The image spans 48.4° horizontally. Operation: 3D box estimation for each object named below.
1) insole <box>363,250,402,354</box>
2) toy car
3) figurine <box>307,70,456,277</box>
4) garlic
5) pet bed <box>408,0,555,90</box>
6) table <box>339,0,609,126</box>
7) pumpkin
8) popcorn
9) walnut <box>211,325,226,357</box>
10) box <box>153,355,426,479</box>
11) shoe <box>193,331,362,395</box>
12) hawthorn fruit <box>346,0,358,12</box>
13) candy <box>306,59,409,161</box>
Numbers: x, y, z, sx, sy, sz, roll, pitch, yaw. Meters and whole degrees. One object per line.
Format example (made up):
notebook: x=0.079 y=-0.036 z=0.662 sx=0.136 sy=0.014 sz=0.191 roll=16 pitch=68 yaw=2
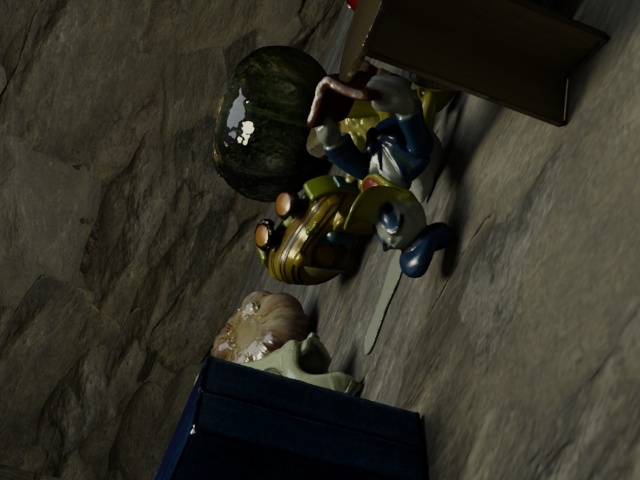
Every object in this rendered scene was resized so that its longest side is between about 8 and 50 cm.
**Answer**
insole: x=0.102 y=0.084 z=1.097 sx=0.065 sy=0.004 sz=0.197 roll=-144 pitch=72 yaw=-79
toy car: x=0.000 y=0.000 z=1.327 sx=0.248 sy=0.200 sz=0.142 roll=-54 pitch=48 yaw=35
figurine: x=0.106 y=-0.115 z=0.938 sx=0.205 sy=0.283 sz=0.338 roll=-20 pitch=60 yaw=22
garlic: x=-0.115 y=0.228 z=1.553 sx=0.245 sy=0.160 sz=0.244 roll=-22 pitch=50 yaw=29
pet bed: x=0.199 y=-0.290 z=0.875 sx=0.211 sy=0.159 sz=0.183 roll=-82 pitch=-1 yaw=-57
table: x=0.153 y=-0.206 z=0.723 sx=0.167 sy=0.227 sz=0.167 roll=-163 pitch=90 yaw=-80
pumpkin: x=-0.125 y=-0.327 z=2.021 sx=0.454 sy=0.344 sz=0.454 roll=-164 pitch=90 yaw=-85
popcorn: x=0.085 y=-0.190 z=1.214 sx=0.187 sy=0.167 sz=0.185 roll=-87 pitch=17 yaw=-45
walnut: x=-0.191 y=0.287 z=1.828 sx=0.230 sy=0.178 sz=0.178 roll=143 pitch=145 yaw=-64
box: x=-0.054 y=0.291 z=0.840 sx=0.116 sy=0.262 sz=0.279 roll=-90 pitch=21 yaw=-52
shoe: x=-0.066 y=0.243 z=1.177 sx=0.342 sy=0.132 sz=0.210 roll=24 pitch=78 yaw=52
hawthorn fruit: x=0.124 y=-0.496 z=1.231 sx=0.284 sy=0.285 sz=0.368 roll=-84 pitch=12 yaw=-49
candy: x=0.067 y=-0.260 z=1.510 sx=0.321 sy=0.135 sz=0.179 roll=-163 pitch=93 yaw=-79
